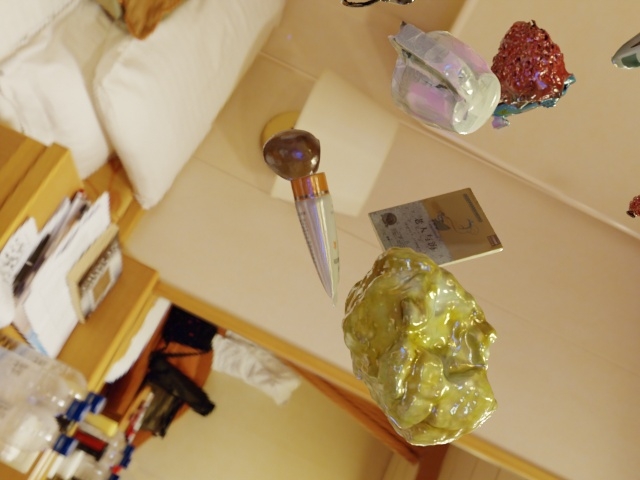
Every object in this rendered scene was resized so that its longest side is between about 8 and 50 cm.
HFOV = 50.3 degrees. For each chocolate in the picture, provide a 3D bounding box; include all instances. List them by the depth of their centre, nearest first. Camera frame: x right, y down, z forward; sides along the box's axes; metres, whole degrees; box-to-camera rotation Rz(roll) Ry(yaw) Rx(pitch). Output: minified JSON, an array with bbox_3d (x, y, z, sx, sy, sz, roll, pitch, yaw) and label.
[{"bbox_3d":[-0.084,-0.244,1.964,0.177,0.176,0.177,-64,179,-2],"label":"chocolate"}]

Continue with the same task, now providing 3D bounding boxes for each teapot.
[{"bbox_3d":[0.234,-0.297,1.224,0.163,0.178,0.222,-34,141,-16],"label":"teapot"}]

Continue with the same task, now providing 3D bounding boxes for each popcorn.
[{"bbox_3d":[0.158,0.196,1.218,0.292,0.293,0.334,-28,-113,47],"label":"popcorn"}]

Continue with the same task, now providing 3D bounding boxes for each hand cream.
[{"bbox_3d":[0.000,0.000,1.602,0.140,0.089,0.314,-68,147,-79],"label":"hand cream"}]

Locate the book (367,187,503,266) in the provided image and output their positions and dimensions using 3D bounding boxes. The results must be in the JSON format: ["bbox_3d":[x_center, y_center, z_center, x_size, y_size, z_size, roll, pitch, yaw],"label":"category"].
[{"bbox_3d":[0.380,-0.030,2.271,0.032,0.388,0.269,96,-25,-57],"label":"book"}]

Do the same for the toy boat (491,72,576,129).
[{"bbox_3d":[0.725,-0.468,2.316,0.298,0.092,0.134,-20,179,27],"label":"toy boat"}]

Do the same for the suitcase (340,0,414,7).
[{"bbox_3d":[0.181,-0.747,1.813,0.339,0.194,0.351,-42,-142,-6],"label":"suitcase"}]

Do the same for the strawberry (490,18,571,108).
[{"bbox_3d":[0.475,-0.408,1.580,0.187,0.184,0.202,-28,109,-56],"label":"strawberry"}]

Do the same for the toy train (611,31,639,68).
[{"bbox_3d":[0.998,-0.590,1.858,0.407,0.086,0.088,-36,-137,28],"label":"toy train"}]

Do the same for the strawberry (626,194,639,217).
[{"bbox_3d":[0.777,-0.060,1.505,0.121,0.188,0.082,-26,137,-38],"label":"strawberry"}]
